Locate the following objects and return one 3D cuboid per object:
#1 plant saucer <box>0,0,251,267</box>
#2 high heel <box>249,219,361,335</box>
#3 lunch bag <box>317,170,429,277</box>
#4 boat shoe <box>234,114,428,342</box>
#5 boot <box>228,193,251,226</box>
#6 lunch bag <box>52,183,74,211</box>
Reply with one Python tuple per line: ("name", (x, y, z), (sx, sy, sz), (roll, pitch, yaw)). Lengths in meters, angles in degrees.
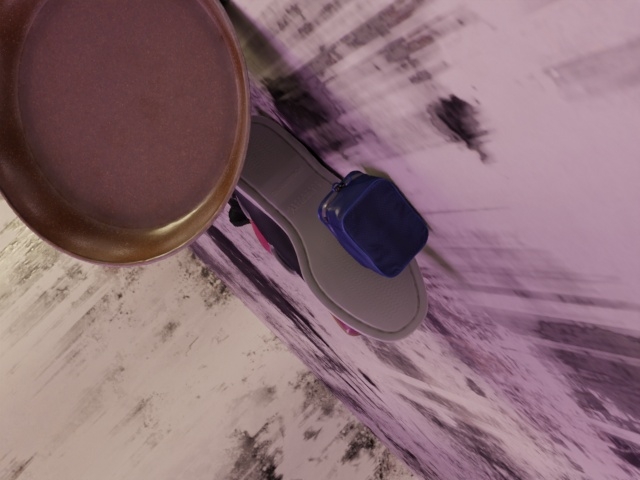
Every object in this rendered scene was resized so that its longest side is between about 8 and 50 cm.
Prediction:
("plant saucer", (-0.193, -0.130, 0.975), (0.310, 0.310, 0.050), (42, -156, 12))
("high heel", (0.000, 0.000, 1.282), (0.244, 0.082, 0.117), (55, 142, 18))
("lunch bag", (0.044, -0.019, 0.973), (0.098, 0.067, 0.065), (50, 168, -24))
("boat shoe", (0.005, -0.008, 1.084), (0.302, 0.114, 0.091), (53, 173, 23))
("boot", (-0.132, -0.068, 1.536), (0.099, 0.045, 0.121), (45, 163, -19))
("lunch bag", (-0.244, -0.136, 1.180), (0.262, 0.223, 0.160), (34, 175, 46))
